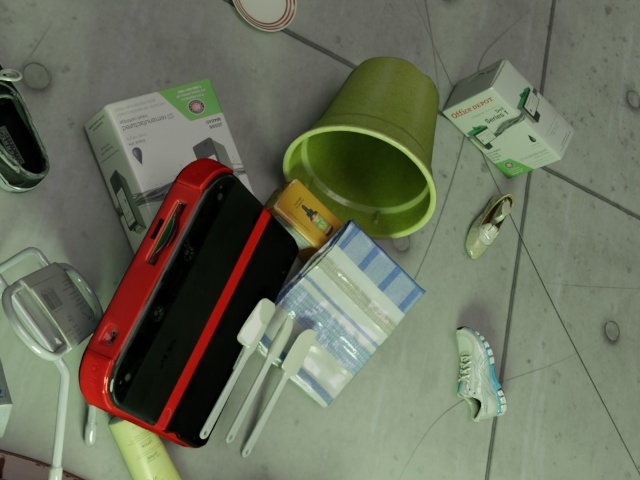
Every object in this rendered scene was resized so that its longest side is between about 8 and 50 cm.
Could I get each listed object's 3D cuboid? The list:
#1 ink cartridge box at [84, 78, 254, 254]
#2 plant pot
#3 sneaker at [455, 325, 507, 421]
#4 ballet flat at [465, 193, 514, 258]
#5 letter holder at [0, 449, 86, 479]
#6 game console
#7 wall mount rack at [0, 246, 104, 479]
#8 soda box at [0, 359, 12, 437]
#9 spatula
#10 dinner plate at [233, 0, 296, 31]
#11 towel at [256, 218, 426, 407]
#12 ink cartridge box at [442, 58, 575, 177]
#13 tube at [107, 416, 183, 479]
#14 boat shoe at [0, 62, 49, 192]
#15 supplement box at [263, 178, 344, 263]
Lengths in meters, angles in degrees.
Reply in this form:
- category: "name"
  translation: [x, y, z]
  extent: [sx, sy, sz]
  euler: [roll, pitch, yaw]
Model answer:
- category: "ink cartridge box"
  translation: [-0.234, -0.101, 1.522]
  extent: [0.198, 0.115, 0.272]
  euler: [-22, 91, -34]
- category: "plant pot"
  translation: [0.100, -0.186, 1.690]
  extent: [0.276, 0.276, 0.254]
  euler: [37, 50, -20]
- category: "sneaker"
  translation: [0.293, 0.261, 1.798]
  extent: [0.083, 0.071, 0.190]
  euler: [-20, 89, -28]
- category: "ballet flat"
  translation: [0.348, -0.035, 1.911]
  extent: [0.057, 0.052, 0.168]
  euler: [41, 61, -18]
- category: "letter holder"
  translation: [-0.422, 0.395, 1.267]
  extent: [0.302, 0.152, 0.214]
  euler: [26, 64, -25]
- category: "game console"
  translation: [-0.183, 0.102, 1.401]
  extent: [0.386, 0.060, 0.342]
  euler: [-64, 153, -14]
- category: "wall mount rack"
  translation: [-0.379, 0.162, 1.298]
  extent: [0.130, 0.350, 0.304]
  euler: [-33, 94, 3]
- category: "soda box"
  translation: [-0.566, 0.222, 1.233]
  extent: [0.286, 0.091, 0.098]
  euler: [-4, 50, -33]
- category: "spatula"
  translation: [-0.105, 0.227, 1.517]
  extent: [0.168, 0.019, 0.242]
  euler: [40, 76, -51]
- category: "dinner plate"
  translation: [-0.108, -0.456, 1.746]
  extent: [0.141, 0.017, 0.141]
  euler: [8, 74, -30]
- category: "towel"
  translation: [0.028, 0.128, 1.623]
  extent: [0.209, 0.034, 0.285]
  euler: [45, 81, -16]
- category: "ink cartridge box"
  translation: [0.384, -0.247, 1.920]
  extent: [0.219, 0.160, 0.092]
  euler: [40, 61, -17]
- category: "tube"
  translation: [-0.248, 0.372, 1.438]
  extent: [0.070, 0.062, 0.240]
  euler: [-22, 97, 6]
- category: "boat shoe"
  translation: [-0.501, -0.217, 1.389]
  extent: [0.113, 0.105, 0.306]
  euler: [-26, 93, -34]
- category: "supplement box"
  translation: [0.000, 0.000, 1.670]
  extent: [0.233, 0.080, 0.078]
  euler: [45, 59, -17]
